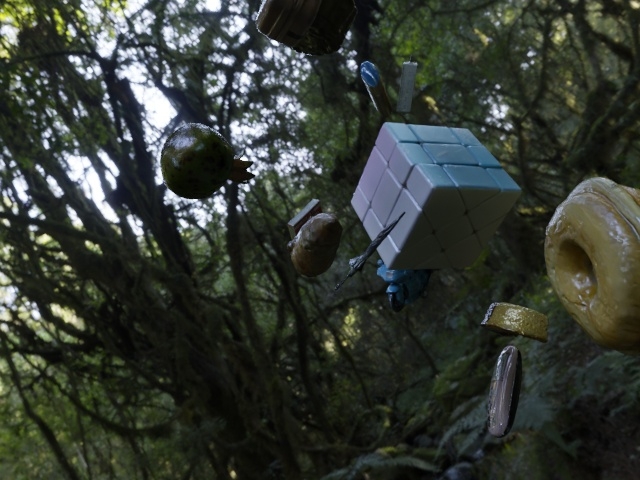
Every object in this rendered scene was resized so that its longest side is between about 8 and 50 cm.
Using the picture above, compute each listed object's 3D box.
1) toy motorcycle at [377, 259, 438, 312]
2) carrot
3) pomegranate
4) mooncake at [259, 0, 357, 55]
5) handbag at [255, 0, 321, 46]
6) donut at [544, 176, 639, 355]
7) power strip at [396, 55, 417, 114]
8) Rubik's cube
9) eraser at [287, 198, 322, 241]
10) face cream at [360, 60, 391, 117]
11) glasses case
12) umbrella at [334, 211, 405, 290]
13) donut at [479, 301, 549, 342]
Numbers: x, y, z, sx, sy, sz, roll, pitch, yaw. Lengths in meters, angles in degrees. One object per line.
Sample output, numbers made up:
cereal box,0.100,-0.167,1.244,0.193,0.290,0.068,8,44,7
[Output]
toy motorcycle,0.275,0.101,1.746,0.124,0.181,0.272,-4,14,38
carrot,0.000,0.000,1.045,0.102,0.101,0.263,-34,-7,-15
pomegranate,-0.327,-0.239,1.628,0.286,0.230,0.230,-14,-32,-25
mooncake,-0.049,-0.779,1.913,0.187,0.324,0.324,-65,-22,-7
handbag,-0.083,-0.712,1.619,0.283,0.149,0.301,-28,45,62
donut,0.716,0.060,1.362,0.198,0.448,0.448,-11,-26,-2
power strip,0.374,-0.666,2.392,0.027,0.060,0.252,-65,-18,-66
Rubik's cube,0.324,-0.128,1.640,0.322,0.315,0.318,0,-47,-25
eraser,-0.038,-0.016,2.019,0.157,0.038,0.230,-47,-40,-33
face cream,0.225,-0.612,2.242,0.067,0.139,0.285,-25,-18,11
glasses case,0.626,0.511,1.891,0.122,0.075,0.314,118,170,-68
umbrella,0.125,0.026,1.424,0.269,0.044,0.044,-49,-11,7
donut,0.543,0.227,1.579,0.085,0.141,0.217,-70,18,-8
